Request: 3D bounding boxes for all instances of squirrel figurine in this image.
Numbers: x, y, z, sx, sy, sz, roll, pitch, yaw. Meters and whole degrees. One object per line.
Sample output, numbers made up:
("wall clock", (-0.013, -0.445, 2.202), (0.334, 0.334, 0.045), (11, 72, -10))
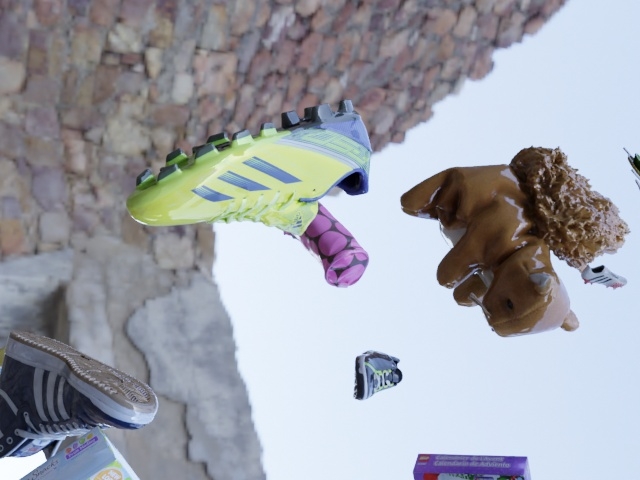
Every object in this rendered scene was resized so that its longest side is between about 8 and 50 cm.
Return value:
("squirrel figurine", (0.421, 0.006, 1.998), (0.281, 0.397, 0.370), (56, 4, -41))

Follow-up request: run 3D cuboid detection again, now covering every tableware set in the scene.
("tableware set", (0.516, -0.083, 1.521), (0.024, 0.104, 0.154), (-38, -156, 25))

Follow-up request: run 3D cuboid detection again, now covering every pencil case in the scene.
("pencil case", (0.000, 0.000, 1.733), (0.209, 0.095, 0.098), (49, -56, 45))

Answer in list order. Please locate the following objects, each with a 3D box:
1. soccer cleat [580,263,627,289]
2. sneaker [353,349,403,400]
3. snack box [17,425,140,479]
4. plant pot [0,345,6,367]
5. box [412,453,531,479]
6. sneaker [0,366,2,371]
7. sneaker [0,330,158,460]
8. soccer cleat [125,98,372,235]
("soccer cleat", (0.466, 0.057, 1.617), (0.029, 0.083, 0.036), (-98, -161, -56))
("sneaker", (0.126, 0.279, 2.105), (0.234, 0.097, 0.084), (-44, 137, -75))
("snack box", (-0.276, 0.339, 1.146), (0.070, 0.174, 0.207), (43, -19, 45))
("plant pot", (-0.544, 0.231, 1.803), (0.081, 0.083, 0.081), (43, -8, 30))
("box", (0.291, 0.518, 1.793), (0.057, 0.200, 0.293), (-58, 140, -57))
("sneaker", (-0.484, 0.259, 1.474), (0.229, 0.087, 0.092), (130, -25, -57))
("sneaker", (-0.316, 0.221, 1.227), (0.282, 0.099, 0.153), (17, -93, 42))
("soccer cleat", (-0.052, -0.052, 0.949), (0.093, 0.289, 0.121), (-4, -75, 47))
